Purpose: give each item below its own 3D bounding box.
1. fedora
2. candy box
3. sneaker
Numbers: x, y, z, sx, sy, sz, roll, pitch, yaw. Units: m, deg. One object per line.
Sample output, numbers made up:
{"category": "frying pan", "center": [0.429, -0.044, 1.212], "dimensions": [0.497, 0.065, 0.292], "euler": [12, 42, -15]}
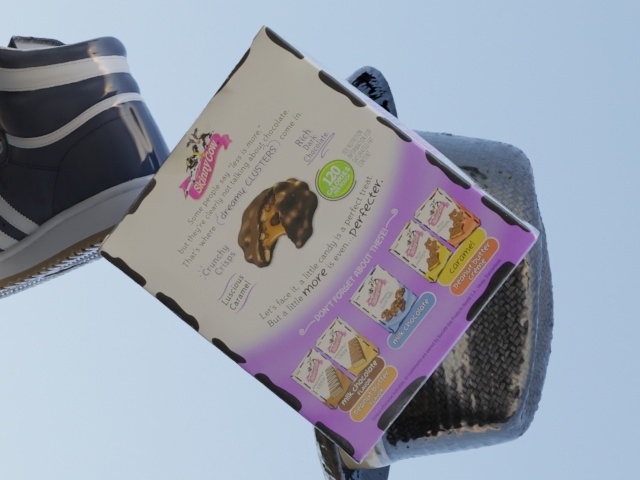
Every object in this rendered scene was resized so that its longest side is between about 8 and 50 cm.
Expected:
{"category": "fedora", "center": [0.089, 0.035, 1.000], "dimensions": [0.152, 0.334, 0.334], "euler": [-2, -94, 13]}
{"category": "candy box", "center": [0.000, 0.000, 0.797], "dimensions": [0.196, 0.070, 0.165], "euler": [39, -81, 5]}
{"category": "sneaker", "center": [-0.221, -0.044, 0.943], "dimensions": [0.282, 0.099, 0.153], "euler": [-20, -92, 29]}
